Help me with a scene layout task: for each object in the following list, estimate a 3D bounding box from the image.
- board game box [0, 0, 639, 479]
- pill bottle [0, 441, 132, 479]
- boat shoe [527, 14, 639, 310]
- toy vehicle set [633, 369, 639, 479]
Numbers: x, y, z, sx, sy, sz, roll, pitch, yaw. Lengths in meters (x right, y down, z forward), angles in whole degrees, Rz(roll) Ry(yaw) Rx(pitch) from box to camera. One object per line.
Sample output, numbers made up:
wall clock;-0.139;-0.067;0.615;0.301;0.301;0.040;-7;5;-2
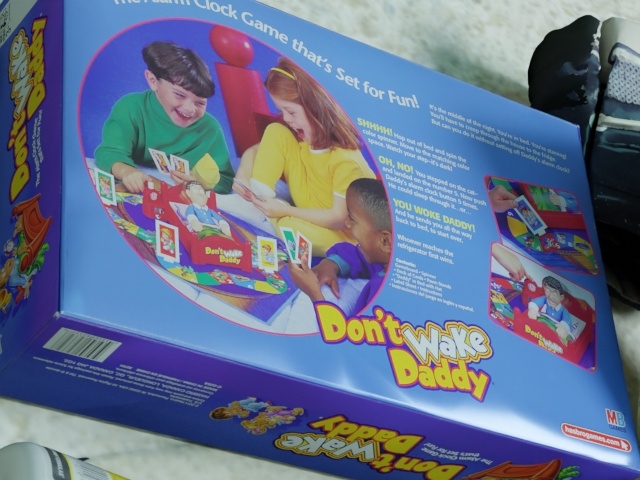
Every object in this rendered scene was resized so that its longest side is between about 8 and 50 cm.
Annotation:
board game box;0.000;0.000;0.936;0.347;0.078;0.233;18;50;-30
pill bottle;-0.066;0.161;0.744;0.184;0.103;0.103;26;47;-24
boat shoe;0.275;-0.004;1.154;0.340;0.127;0.158;22;56;-17
toy vehicle set;0.238;0.060;1.010;0.166;0.035;0.267;10;82;-50
